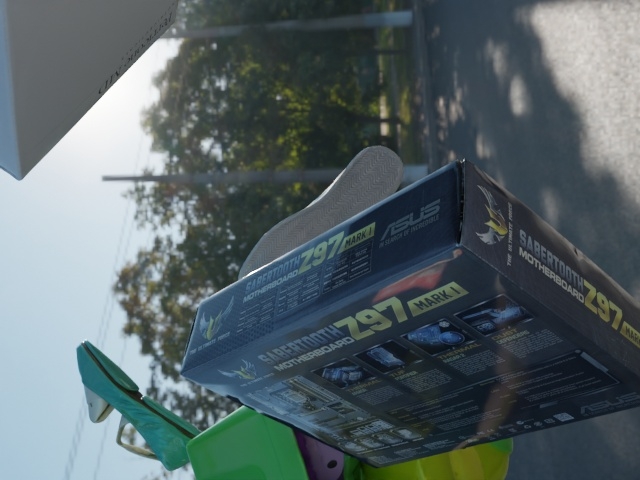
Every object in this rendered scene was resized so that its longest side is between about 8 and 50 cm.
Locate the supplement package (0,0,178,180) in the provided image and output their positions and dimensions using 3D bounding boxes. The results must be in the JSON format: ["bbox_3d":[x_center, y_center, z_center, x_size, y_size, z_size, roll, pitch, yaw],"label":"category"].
[{"bbox_3d":[-0.170,-0.202,0.377,0.178,0.175,0.293,-58,2,-30],"label":"supplement package"}]

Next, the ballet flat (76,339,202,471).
[{"bbox_3d":[-0.285,0.247,1.098,0.087,0.247,0.083,-52,-12,-10],"label":"ballet flat"}]

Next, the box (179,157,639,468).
[{"bbox_3d":[0.054,0.065,0.459,0.183,0.232,0.059,32,-132,-29],"label":"box"}]

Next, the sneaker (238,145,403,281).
[{"bbox_3d":[0.000,0.000,1.104,0.108,0.292,0.169,46,166,6],"label":"sneaker"}]

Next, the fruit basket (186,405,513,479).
[{"bbox_3d":[0.067,0.322,0.956,0.283,0.391,0.393,4,-96,-73],"label":"fruit basket"}]
